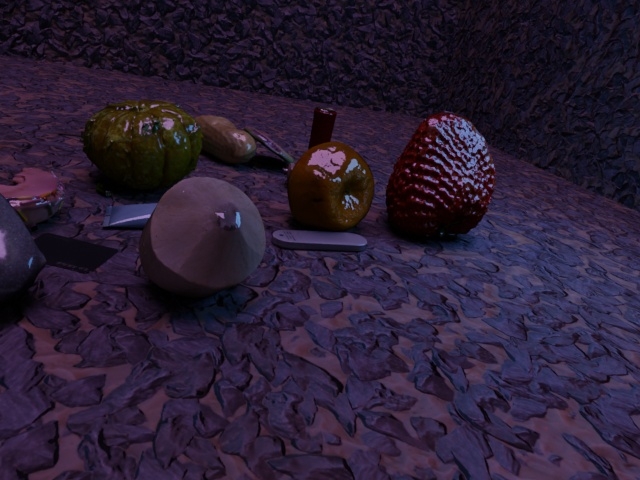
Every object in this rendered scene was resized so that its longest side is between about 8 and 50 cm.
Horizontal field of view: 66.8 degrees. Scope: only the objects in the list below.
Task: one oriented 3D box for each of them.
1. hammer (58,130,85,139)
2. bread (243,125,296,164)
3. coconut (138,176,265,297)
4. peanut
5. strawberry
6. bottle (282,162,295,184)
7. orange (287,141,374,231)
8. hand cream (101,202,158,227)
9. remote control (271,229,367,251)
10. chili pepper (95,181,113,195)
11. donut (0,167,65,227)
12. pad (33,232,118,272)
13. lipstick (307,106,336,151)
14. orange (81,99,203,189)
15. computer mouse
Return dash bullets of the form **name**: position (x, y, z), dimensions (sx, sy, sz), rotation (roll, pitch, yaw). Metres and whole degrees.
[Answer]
- **hammer**: position (-0.802, -0.340, 1.569), dimensions (0.110, 0.035, 0.019), rotation (8, 21, 13)
- **bread**: position (-0.175, -0.336, 1.723), dimensions (0.229, 0.033, 0.228), rotation (36, 5, -4)
- **coconut**: position (-0.203, -0.004, 0.845), dimensions (0.202, 0.202, 0.222), rotation (-7, -14, -37)
- **peanut**: position (-0.342, -0.357, 1.689), dimensions (0.319, 0.147, 0.148), rotation (25, 27, 34)
- **strawberry**: position (0.339, -0.185, 1.370), dimensions (0.312, 0.350, 0.267), rotation (-3, 19, -18)
- **bottle**: position (-0.047, -0.204, 1.552), dimensions (0.152, 0.098, 0.099), rotation (2, 25, -6)
- **orange**: position (0.016, -0.146, 1.291), dimensions (0.249, 0.248, 0.183), rotation (-11, 17, -42)
- **hand cream**: position (-0.336, -0.056, 1.130), dimensions (0.313, 0.070, 0.111), rotation (-4, 29, -15)
- **remote control**: position (0.000, 0.000, 1.193), dimensions (0.245, 0.022, 0.077), rotation (2, 23, -21)
- **chili pepper**: position (-0.551, -0.130, 1.224), dimensions (0.027, 0.022, 0.083), rotation (-38, 47, -18)
- **donut**: position (-0.641, -0.083, 0.990), dimensions (0.199, 0.085, 0.233), rotation (29, 28, 35)
- **pad**: position (-0.487, 0.022, 0.930), dimensions (0.157, 0.003, 0.112), rotation (13, 24, 2)
- **lipstick**: position (-0.004, -0.331, 1.662), dimensions (0.080, 0.241, 0.080), rotation (10, 24, -4)
- **orange**: position (-0.473, -0.249, 1.286), dimensions (0.302, 0.223, 0.300), rotation (11, 27, 13)
- **computer mouse**: position (-0.593, -0.017, 0.756), dimensions (0.374, 0.114, 0.203), rotation (25, 55, 22)
